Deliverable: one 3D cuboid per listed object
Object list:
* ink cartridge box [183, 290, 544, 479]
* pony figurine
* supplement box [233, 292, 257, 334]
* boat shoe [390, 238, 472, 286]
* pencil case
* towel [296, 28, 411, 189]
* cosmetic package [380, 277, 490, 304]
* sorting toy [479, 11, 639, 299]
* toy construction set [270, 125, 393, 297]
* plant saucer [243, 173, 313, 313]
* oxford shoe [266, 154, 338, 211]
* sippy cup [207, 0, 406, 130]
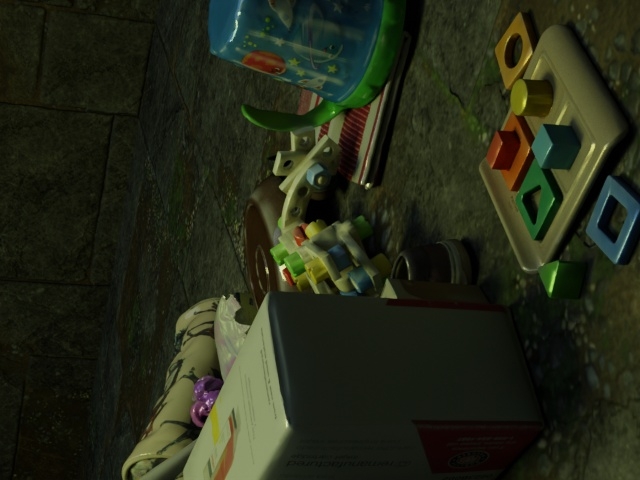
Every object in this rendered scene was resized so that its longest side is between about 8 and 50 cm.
[{"bbox_3d":[0.028,0.235,1.170,0.385,0.279,0.160,116,150,-47],"label":"ink cartridge box"},{"bbox_3d":[-0.113,0.266,1.496,0.303,0.363,0.351,47,159,2],"label":"pony figurine"},{"bbox_3d":[-0.117,0.143,1.880,0.056,0.083,0.083,117,151,-47],"label":"supplement box"},{"bbox_3d":[0.095,0.116,1.279,0.103,0.092,0.285,-108,30,-47],"label":"boat shoe"},{"bbox_3d":[-0.223,0.293,1.852,0.183,0.160,0.410,-44,20,35],"label":"pencil case"},{"bbox_3d":[0.045,-0.234,1.594,0.329,0.037,0.237,-131,51,-62],"label":"towel"},{"bbox_3d":[0.124,0.080,1.175,0.041,0.115,0.060,-113,35,-54],"label":"cosmetic package"},{"bbox_3d":[0.216,-0.094,1.059,0.348,0.047,0.196,-104,27,-43],"label":"sorting toy"},{"bbox_3d":[0.000,0.000,1.441,0.328,0.151,0.215,-109,-3,-48],"label":"toy construction set"},{"bbox_3d":[-0.076,0.047,1.736,0.310,0.050,0.311,171,90,-76],"label":"plant saucer"},{"bbox_3d":[-0.021,-0.085,1.701,0.227,0.082,0.096,-147,47,-71],"label":"oxford shoe"},{"bbox_3d":[-0.031,-0.316,1.460,0.240,0.224,0.306,171,105,-66],"label":"sippy cup"}]
